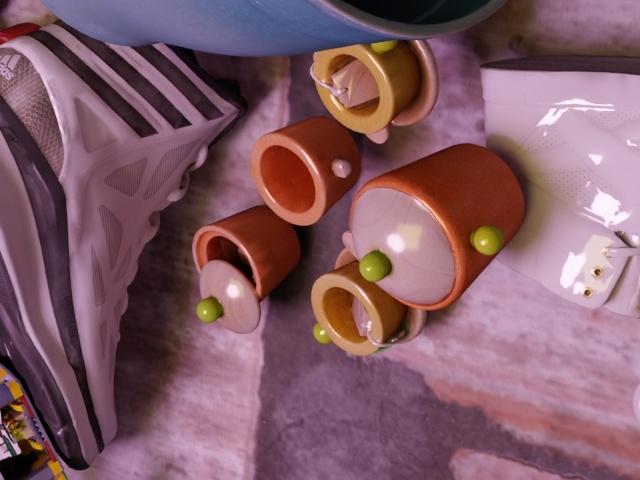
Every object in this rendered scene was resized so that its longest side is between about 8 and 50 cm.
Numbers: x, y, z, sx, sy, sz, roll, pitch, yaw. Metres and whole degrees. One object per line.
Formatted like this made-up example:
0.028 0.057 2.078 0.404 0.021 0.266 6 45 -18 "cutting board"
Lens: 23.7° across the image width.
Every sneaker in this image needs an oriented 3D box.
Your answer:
-0.155 -0.002 1.206 0.169 0.257 0.447 44 155 29 "sneaker"
0.238 -0.030 0.997 0.292 0.108 0.169 9 107 40 "sneaker"

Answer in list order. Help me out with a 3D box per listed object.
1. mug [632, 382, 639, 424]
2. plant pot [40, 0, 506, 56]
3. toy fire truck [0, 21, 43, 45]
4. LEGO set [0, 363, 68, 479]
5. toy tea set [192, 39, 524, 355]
0.249 0.107 1.036 0.078 0.064 0.062 -3 98 32 "mug"
-0.052 -0.224 0.871 0.255 0.272 0.271 -9 96 47 "plant pot"
-0.353 -0.115 1.325 0.302 0.169 0.254 53 146 12 "toy fire truck"
-0.317 0.222 1.248 0.255 0.192 0.331 35 149 43 "LEGO set"
0.000 0.000 1.077 0.200 0.124 0.336 49 142 9 "toy tea set"
